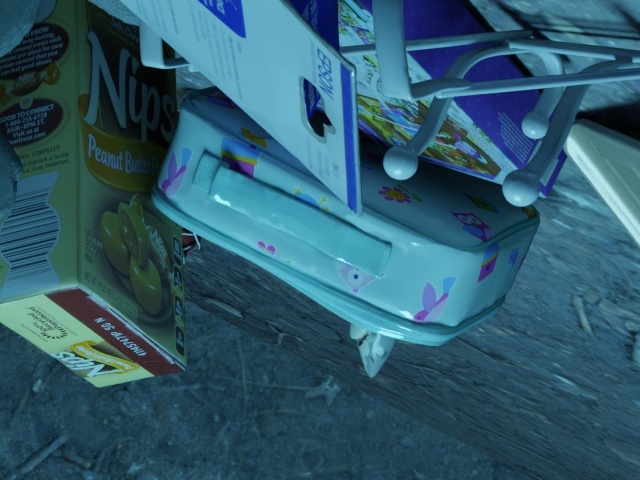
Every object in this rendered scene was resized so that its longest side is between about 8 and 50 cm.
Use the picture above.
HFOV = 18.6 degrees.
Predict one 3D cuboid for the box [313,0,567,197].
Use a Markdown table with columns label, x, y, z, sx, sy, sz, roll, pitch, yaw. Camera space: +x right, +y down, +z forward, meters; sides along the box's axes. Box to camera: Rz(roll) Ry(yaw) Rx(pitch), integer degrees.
| label | x | y | z | sx | sy | sz | roll | pitch | yaw |
| --- | --- | --- | --- | --- | --- | --- | --- | --- | --- |
| box | 0.025 | -0.138 | 1.321 | 0.201 | 0.057 | 0.293 | 19 | 167 | 39 |

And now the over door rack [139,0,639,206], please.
| label | x | y | z | sx | sy | sz | roll | pitch | yaw |
| --- | --- | --- | --- | --- | --- | --- | --- | --- | --- |
| over door rack | 0.085 | -0.076 | 1.076 | 0.324 | 0.108 | 0.239 | 5 | -176 | -38 |

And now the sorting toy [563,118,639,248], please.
| label | x | y | z | sx | sy | sz | roll | pitch | yaw |
| --- | --- | --- | --- | --- | --- | --- | --- | --- | --- |
| sorting toy | 0.257 | 0.001 | 1.277 | 0.193 | 0.038 | 0.208 | 50 | 174 | -16 |

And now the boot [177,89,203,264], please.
| label | x | y | z | sx | sy | sz | roll | pitch | yaw |
| --- | --- | --- | --- | --- | --- | --- | --- | --- | --- |
| boot | -0.080 | -0.034 | 1.751 | 0.244 | 0.176 | 0.088 | 13 | 160 | 48 |

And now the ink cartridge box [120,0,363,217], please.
| label | x | y | z | sx | sy | sz | roll | pitch | yaw |
| --- | --- | --- | --- | --- | --- | --- | --- | --- | --- |
| ink cartridge box | -0.082 | -0.162 | 0.867 | 0.333 | 0.065 | 0.165 | 43 | 166 | 14 |

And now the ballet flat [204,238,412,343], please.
| label | x | y | z | sx | sy | sz | roll | pitch | yaw |
| --- | --- | --- | --- | --- | --- | --- | --- | --- | --- |
| ballet flat | 0.000 | 0.000 | 1.934 | 0.342 | 0.116 | 0.124 | 24 | -172 | 23 |

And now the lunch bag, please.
| label | x | y | z | sx | sy | sz | roll | pitch | yaw |
| --- | --- | --- | --- | --- | --- | --- | --- | --- | --- |
| lunch bag | 0.013 | -0.025 | 1.507 | 0.279 | 0.108 | 0.224 | 26 | -159 | 16 |

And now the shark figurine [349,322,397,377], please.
| label | x | y | z | sx | sy | sz | roll | pitch | yaw |
| --- | --- | --- | --- | --- | --- | --- | --- | --- | --- |
| shark figurine | 0.100 | -0.004 | 1.745 | 0.116 | 0.166 | 0.278 | 4 | 153 | -13 |

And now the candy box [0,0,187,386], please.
| label | x | y | z | sx | sy | sz | roll | pitch | yaw |
| --- | --- | --- | --- | --- | --- | --- | --- | --- | --- |
| candy box | -0.181 | -0.067 | 1.503 | 0.087 | 0.316 | 0.183 | -12 | 154 | 17 |

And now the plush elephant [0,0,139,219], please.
| label | x | y | z | sx | sy | sz | roll | pitch | yaw |
| --- | --- | --- | --- | --- | --- | --- | --- | --- | --- |
| plush elephant | -0.310 | -0.201 | 1.353 | 0.255 | 0.272 | 0.330 | 30 | 174 | 42 |
